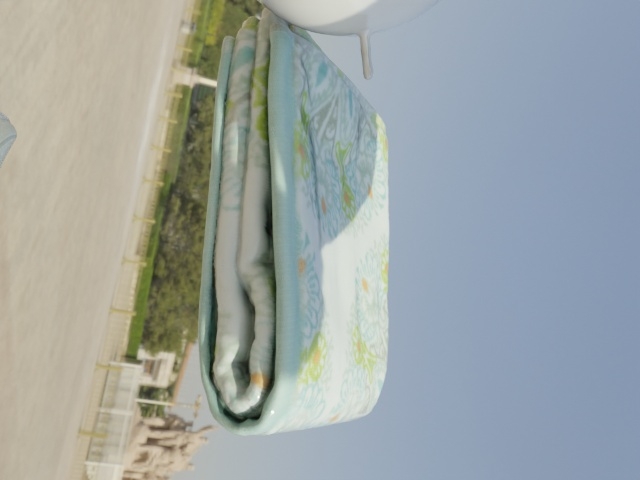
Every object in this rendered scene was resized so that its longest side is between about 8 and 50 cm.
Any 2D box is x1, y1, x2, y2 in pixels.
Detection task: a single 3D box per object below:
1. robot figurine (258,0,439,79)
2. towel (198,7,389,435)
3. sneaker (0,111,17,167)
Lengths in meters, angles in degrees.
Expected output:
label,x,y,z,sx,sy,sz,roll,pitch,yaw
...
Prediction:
label,x,y,z,sx,sy,sz,roll,pitch,yaw
robot figurine,0.017,-0.311,0.466,0.300,0.199,0.354,40,42,-69
towel,0.000,0.000,0.640,0.320,0.090,0.375,28,62,-63
sneaker,-0.337,0.020,0.543,0.110,0.118,0.292,-17,-131,62
